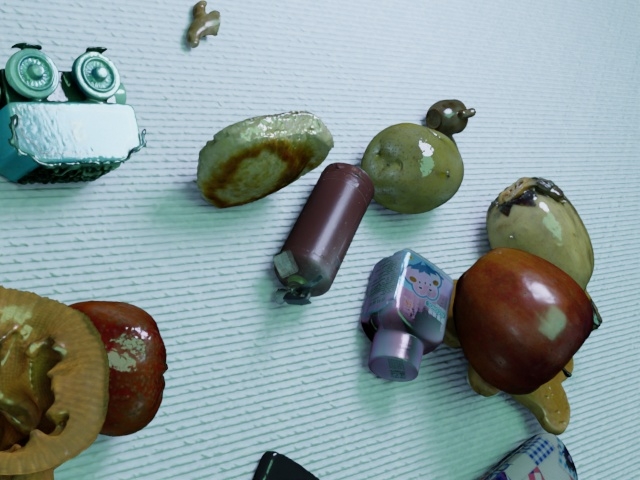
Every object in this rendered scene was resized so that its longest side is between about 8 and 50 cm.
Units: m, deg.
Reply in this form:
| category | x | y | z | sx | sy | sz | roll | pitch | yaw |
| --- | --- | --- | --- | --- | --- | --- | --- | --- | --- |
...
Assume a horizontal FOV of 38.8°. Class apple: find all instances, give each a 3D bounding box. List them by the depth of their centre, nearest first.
| category | x | y | z | sx | sy | sz | roll | pitch | yaw |
| --- | --- | --- | --- | --- | --- | --- | --- | --- | --- |
| apple | 0.317 | 0.130 | 1.445 | 0.234 | 0.234 | 0.234 | 17 | 60 | -33 |

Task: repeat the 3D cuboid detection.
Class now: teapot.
| category | x | y | z | sx | sy | sz | roll | pitch | yaw |
| --- | --- | --- | --- | --- | --- | --- | --- | --- | --- |
| teapot | 0.246 | -0.209 | 1.694 | 0.080 | 0.085 | 0.110 | -12 | 98 | -41 |

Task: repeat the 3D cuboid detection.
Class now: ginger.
| category | x | y | z | sx | sy | sz | roll | pitch | yaw |
| --- | --- | --- | --- | --- | --- | --- | --- | --- | --- |
| ginger | -0.182 | -0.336 | 1.425 | 0.048 | 0.030 | 0.097 | 10 | 58 | -5 |

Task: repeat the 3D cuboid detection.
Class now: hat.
| category | x | y | z | sx | sy | sz | roll | pitch | yaw |
| --- | --- | --- | --- | --- | --- | --- | --- | --- | --- |
| hat | -0.344 | 0.206 | 0.933 | 0.244 | 0.233 | 0.233 | 22 | 34 | 2 |

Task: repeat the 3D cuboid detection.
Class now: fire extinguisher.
| category | x | y | z | sx | sy | sz | roll | pitch | yaw |
| --- | --- | --- | --- | --- | --- | --- | --- | --- | --- |
| fire extinguisher | 0.000 | 0.000 | 1.372 | 0.105 | 0.104 | 0.269 | 42 | 50 | -18 |

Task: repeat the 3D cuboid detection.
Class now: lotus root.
| category | x | y | z | sx | sy | sz | roll | pitch | yaw |
| --- | --- | --- | --- | --- | --- | --- | --- | --- | --- |
| lotus root | 0.421 | 0.034 | 1.665 | 0.182 | 0.182 | 0.310 | -38 | 99 | -43 |

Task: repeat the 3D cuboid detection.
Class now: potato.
| category | x | y | z | sx | sy | sz | roll | pitch | yaw |
| --- | --- | --- | --- | --- | --- | --- | --- | --- | --- |
| potato | 0.168 | -0.117 | 1.551 | 0.194 | 0.157 | 0.157 | 13 | 62 | -50 |

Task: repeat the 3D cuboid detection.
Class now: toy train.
| category | x | y | z | sx | sy | sz | roll | pitch | yaw |
| --- | --- | --- | --- | --- | --- | --- | --- | --- | --- |
| toy train | -0.335 | -0.156 | 1.164 | 0.203 | 0.112 | 0.163 | -7 | 82 | -41 |

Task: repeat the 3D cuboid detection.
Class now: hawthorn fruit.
| category | x | y | z | sx | sy | sz | roll | pitch | yaw |
| --- | --- | --- | --- | --- | --- | --- | --- | --- | --- |
| hawthorn fruit | -0.274 | 0.144 | 1.058 | 0.193 | 0.157 | 0.157 | 13 | 61 | -15 |

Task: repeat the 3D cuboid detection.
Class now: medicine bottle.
| category | x | y | z | sx | sy | sz | roll | pitch | yaw |
| --- | --- | --- | --- | --- | --- | --- | --- | --- | --- |
| medicine bottle | 0.132 | 0.122 | 1.432 | 0.119 | 0.094 | 0.188 | 34 | 53 | -24 |

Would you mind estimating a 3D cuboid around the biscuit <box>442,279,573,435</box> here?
| category | x | y | z | sx | sy | sz | roll | pitch | yaw |
| --- | --- | --- | --- | --- | --- | --- | --- | --- | --- |
| biscuit | 0.310 | 0.186 | 1.585 | 0.339 | 0.047 | 0.216 | 31 | 51 | -20 |

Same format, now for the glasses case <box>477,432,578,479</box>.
| category | x | y | z | sx | sy | sz | roll | pitch | yaw |
| --- | --- | --- | --- | --- | --- | --- | --- | --- | --- |
| glasses case | 0.315 | 0.420 | 1.462 | 0.327 | 0.076 | 0.125 | -22 | 84 | -44 |

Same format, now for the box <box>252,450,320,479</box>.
| category | x | y | z | sx | sy | sz | roll | pitch | yaw |
| --- | --- | --- | --- | --- | --- | --- | --- | --- | --- |
| box | -0.048 | 0.365 | 1.223 | 0.126 | 0.027 | 0.125 | 40 | 53 | -21 |

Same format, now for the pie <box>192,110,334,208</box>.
| category | x | y | z | sx | sy | sz | roll | pitch | yaw |
| --- | --- | --- | --- | --- | --- | --- | --- | --- | --- |
| pie | -0.083 | -0.116 | 1.305 | 0.205 | 0.179 | 0.084 | -15 | 75 | -36 |
